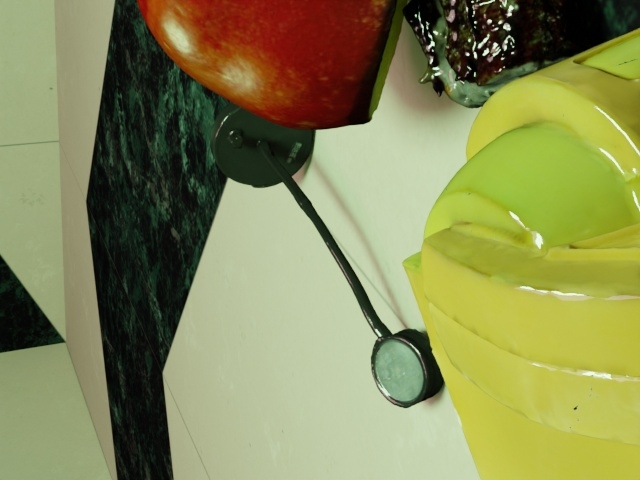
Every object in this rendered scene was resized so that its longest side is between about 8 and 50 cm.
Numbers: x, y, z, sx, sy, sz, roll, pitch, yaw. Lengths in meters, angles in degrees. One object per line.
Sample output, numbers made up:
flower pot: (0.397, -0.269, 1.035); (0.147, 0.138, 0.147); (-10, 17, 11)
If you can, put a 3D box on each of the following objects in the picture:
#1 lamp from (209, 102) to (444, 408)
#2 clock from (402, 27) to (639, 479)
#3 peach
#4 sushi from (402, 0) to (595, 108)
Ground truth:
lamp: (0.027, -0.006, 0.985); (0.371, 0.109, 0.130); (45, 127, 33)
clock: (0.204, 0.020, 0.336); (0.317, 0.244, 0.200); (18, 132, 60)
peach: (-0.012, -0.217, 0.722); (0.274, 0.245, 0.248); (125, 138, -61)
sushi: (0.120, -0.134, 0.645); (0.094, 0.098, 0.084); (-23, 77, 64)
